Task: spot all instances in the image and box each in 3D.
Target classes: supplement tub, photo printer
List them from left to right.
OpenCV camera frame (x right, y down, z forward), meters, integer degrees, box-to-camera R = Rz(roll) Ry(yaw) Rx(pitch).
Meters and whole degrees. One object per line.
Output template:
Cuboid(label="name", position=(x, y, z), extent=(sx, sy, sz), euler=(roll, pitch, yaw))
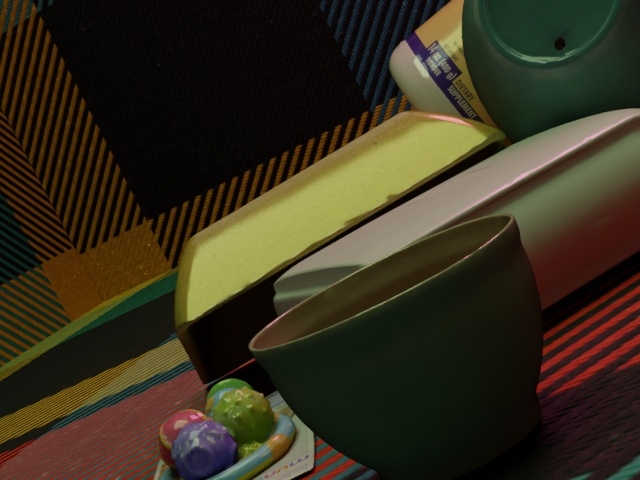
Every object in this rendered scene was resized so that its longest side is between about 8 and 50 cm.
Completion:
Cuboid(label="photo printer", position=(0.137, -0.002, 1.016), extent=(0.307, 0.107, 0.256), euler=(-29, 5, -19))
Cuboid(label="supplement tub", position=(0.268, -0.212, 1.402), extent=(0.331, 0.241, 0.241), euler=(-40, 3, 11))

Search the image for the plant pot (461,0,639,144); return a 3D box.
Cuboid(label="plant pot", position=(0.242, -0.199, 1.145), extent=(0.290, 0.290, 0.195), euler=(-24, -16, 28))

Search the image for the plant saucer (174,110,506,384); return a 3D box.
Cuboid(label="plant saucer", position=(0.000, 0.000, 1.240), extent=(0.332, 0.081, 0.333), euler=(-30, -12, -8))

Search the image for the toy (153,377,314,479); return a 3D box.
Cuboid(label="toy", position=(-0.076, 0.143, 0.944), extent=(0.136, 0.056, 0.237), euler=(-28, 5, 3))

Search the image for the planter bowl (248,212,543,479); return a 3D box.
Cuboid(label="planter bowl", position=(0.057, 0.068, 0.707), extent=(0.162, 0.109, 0.162), euler=(-27, 5, 2))
